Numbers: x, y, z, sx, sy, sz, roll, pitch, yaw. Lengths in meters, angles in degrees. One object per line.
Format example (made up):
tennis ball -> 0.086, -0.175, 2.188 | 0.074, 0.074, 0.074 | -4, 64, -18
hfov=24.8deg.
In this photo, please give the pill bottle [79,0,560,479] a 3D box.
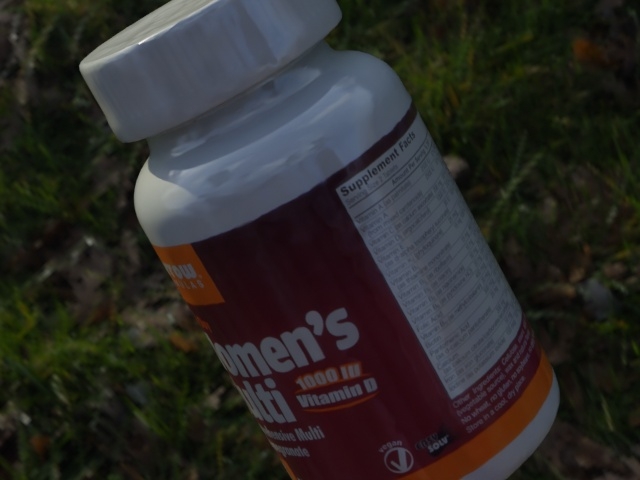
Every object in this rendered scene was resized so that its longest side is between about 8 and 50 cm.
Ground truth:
pill bottle -> 0.000, 0.000, 0.594 | 0.121, 0.221, 0.121 | -27, 16, 8
